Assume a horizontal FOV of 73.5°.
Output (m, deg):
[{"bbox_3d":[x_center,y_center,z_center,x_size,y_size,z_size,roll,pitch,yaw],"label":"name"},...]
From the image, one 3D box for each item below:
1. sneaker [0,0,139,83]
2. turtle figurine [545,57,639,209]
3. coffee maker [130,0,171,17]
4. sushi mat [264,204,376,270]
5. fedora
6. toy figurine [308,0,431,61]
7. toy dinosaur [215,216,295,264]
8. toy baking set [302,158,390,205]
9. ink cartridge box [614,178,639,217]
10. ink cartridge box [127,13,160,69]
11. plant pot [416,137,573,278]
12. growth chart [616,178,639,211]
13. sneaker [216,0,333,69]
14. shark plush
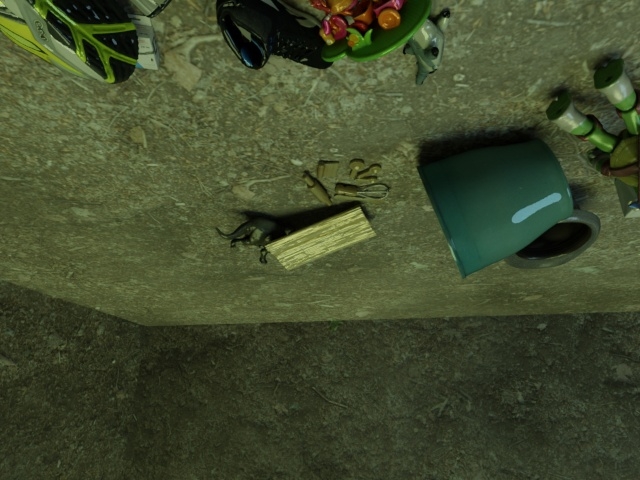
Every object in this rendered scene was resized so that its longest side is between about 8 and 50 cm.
[{"bbox_3d":[-0.397,-0.334,0.503,0.147,0.145,0.385,6,154,22],"label":"sneaker"},{"bbox_3d":[0.570,-0.217,0.787,0.266,0.275,0.198,33,179,-15],"label":"turtle figurine"},{"bbox_3d":[-0.212,-0.359,0.453,0.171,0.120,0.178,-17,152,36],"label":"coffee maker"},{"bbox_3d":[0.000,0.000,1.279,0.316,0.019,0.151,-22,141,16],"label":"sushi mat"},{"bbox_3d":[0.623,-0.038,1.188,0.243,0.125,0.275,-5,149,10],"label":"fedora"},{"bbox_3d":[0.031,-0.331,0.547,0.173,0.130,0.159,-3,148,38],"label":"toy figurine"},{"bbox_3d":[-0.179,-0.019,1.329,0.313,0.121,0.160,30,121,-35],"label":"toy dinosaur"},{"bbox_3d":[0.074,-0.133,1.107,0.196,0.030,0.256,-7,157,18],"label":"toy baking set"},{"bbox_3d":[0.814,-0.119,1.006,0.181,0.105,0.061,-5,157,14],"label":"ink cartridge box"},{"bbox_3d":[-0.289,-0.315,0.682,0.048,0.028,0.083,4,157,-7],"label":"ink cartridge box"},{"bbox_3d":[0.379,-0.088,0.936,0.255,0.272,0.271,-23,151,15],"label":"plant pot"},{"bbox_3d":[0.705,-0.142,0.826,0.237,0.172,0.021,-22,126,22],"label":"growth chart"},{"bbox_3d":[-0.063,-0.284,0.626,0.216,0.121,0.079,21,151,-40],"label":"sneaker"},{"bbox_3d":[0.163,-0.309,0.686,0.067,0.073,0.161,16,-177,15],"label":"shark plush"}]
